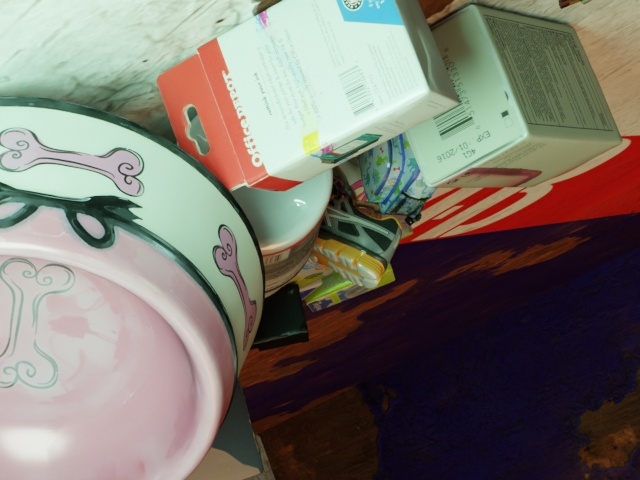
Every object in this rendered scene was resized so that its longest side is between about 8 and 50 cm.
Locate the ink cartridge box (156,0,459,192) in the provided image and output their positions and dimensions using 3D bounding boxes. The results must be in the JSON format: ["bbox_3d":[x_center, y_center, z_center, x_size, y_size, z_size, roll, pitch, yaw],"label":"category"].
[{"bbox_3d":[-0.015,-0.131,1.201,0.231,0.134,0.078,-25,168,22],"label":"ink cartridge box"}]

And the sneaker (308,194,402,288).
[{"bbox_3d":[0.007,-0.019,1.655,0.083,0.215,0.084,-52,147,-15],"label":"sneaker"}]

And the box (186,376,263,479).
[{"bbox_3d":[-0.286,0.200,1.736,0.343,0.179,0.312,-18,-155,-10],"label":"box"}]

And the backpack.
[{"bbox_3d":[0.099,-0.093,1.631,0.084,0.105,0.114,9,145,-26],"label":"backpack"}]

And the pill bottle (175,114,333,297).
[{"bbox_3d":[-0.078,-0.031,1.468,0.161,0.161,0.283,-19,168,-10],"label":"pill bottle"}]

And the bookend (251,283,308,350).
[{"bbox_3d":[-0.099,0.124,2.038,0.156,0.072,0.157,-13,171,-1],"label":"bookend"}]

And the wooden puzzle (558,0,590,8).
[{"bbox_3d":[0.268,-0.257,1.424,0.049,0.006,0.083,-22,168,4],"label":"wooden puzzle"}]

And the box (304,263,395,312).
[{"bbox_3d":[0.038,0.075,2.397,0.178,0.042,0.109,-22,167,2],"label":"box"}]

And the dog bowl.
[{"bbox_3d":[-0.250,0.087,1.187,0.407,0.150,0.408,-1,129,-2],"label":"dog bowl"}]

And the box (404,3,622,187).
[{"bbox_3d":[0.191,-0.144,1.453,0.126,0.149,0.232,-28,165,32],"label":"box"}]

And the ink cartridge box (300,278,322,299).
[{"bbox_3d":[-0.189,0.126,2.194,0.303,0.072,0.307,-16,168,-28],"label":"ink cartridge box"}]

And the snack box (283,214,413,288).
[{"bbox_3d":[0.000,0.000,1.945,0.207,0.070,0.174,-28,166,25],"label":"snack box"}]

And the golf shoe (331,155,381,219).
[{"bbox_3d":[0.040,-0.080,1.719,0.086,0.067,0.186,-62,155,-7],"label":"golf shoe"}]
